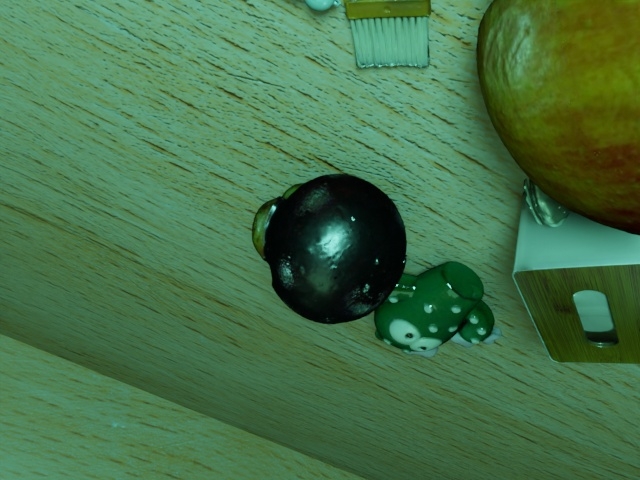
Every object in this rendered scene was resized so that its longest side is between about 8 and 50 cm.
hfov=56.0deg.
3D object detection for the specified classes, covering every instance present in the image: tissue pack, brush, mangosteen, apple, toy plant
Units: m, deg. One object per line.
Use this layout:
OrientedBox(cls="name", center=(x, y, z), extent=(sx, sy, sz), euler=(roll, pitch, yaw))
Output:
OrientedBox(cls="tissue pack", center=(0.366, 0.048, 0.798), extent=(0.160, 0.135, 0.246), euler=(-6, 140, 32))
OrientedBox(cls="brush", center=(0.054, -0.288, 0.550), extent=(0.090, 0.017, 0.314), euler=(4, 145, 15))
OrientedBox(cls="mangosteen", center=(0.000, 0.000, 0.859), extent=(0.250, 0.211, 0.211), euler=(31, 162, 42))
OrientedBox(cls="apple", center=(0.258, -0.132, 0.475), extent=(0.254, 0.179, 0.346), euler=(44, 163, -11))
OrientedBox(cls="toy plant", center=(0.171, 0.123, 1.020), extent=(0.243, 0.112, 0.232), euler=(-18, 129, 34))

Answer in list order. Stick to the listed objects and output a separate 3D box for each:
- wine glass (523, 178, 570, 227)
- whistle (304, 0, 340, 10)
OrientedBox(cls="wine glass", center=(0.335, -0.076, 0.647), extent=(0.204, 0.111, 0.111), euler=(-13, 137, 41))
OrientedBox(cls="whistle", center=(-0.024, -0.261, 0.605), extent=(0.100, 0.035, 0.035), euler=(25, 146, -10))
